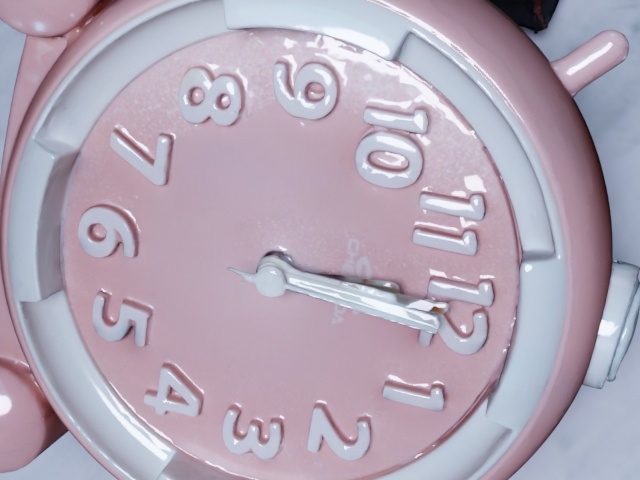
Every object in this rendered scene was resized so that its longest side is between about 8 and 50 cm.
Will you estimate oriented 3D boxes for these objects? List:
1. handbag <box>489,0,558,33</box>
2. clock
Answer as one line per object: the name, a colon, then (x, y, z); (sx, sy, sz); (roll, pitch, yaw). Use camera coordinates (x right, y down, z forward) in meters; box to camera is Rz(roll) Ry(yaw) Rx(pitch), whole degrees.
handbag: (0.031, -0.184, 0.378); (0.169, 0.215, 0.155); (24, 77, 20)
clock: (0.000, 0.000, 0.380); (0.241, 0.142, 0.227); (14, 106, 14)
